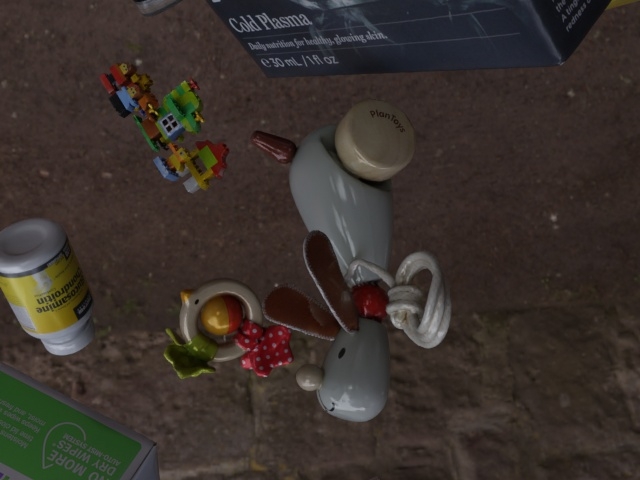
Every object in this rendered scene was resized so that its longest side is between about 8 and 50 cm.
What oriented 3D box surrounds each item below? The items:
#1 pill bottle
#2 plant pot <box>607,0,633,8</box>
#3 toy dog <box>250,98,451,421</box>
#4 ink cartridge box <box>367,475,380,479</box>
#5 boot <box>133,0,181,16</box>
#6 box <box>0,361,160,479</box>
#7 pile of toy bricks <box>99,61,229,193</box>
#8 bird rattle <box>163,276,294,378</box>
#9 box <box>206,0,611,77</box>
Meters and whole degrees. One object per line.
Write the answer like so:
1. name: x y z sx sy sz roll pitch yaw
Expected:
1. pill bottle: -0.368 0.067 1.038 0.103 0.103 0.184 -6 131 4
2. plant pot: 0.493 -0.472 1.115 0.212 0.212 0.187 -20 -171 -23
3. toy dog: 0.000 0.000 0.788 0.161 0.333 0.220 9 138 -16
4. ink cartridge box: -0.019 0.402 0.924 0.354 0.119 0.207 -31 170 18
5. boot: -0.224 -0.451 1.042 0.263 0.091 0.229 -36 136 5
6. box: -0.257 0.182 0.552 0.262 0.126 0.231 24 142 11
7. pile of toy bricks: -0.208 -0.182 1.081 0.105 0.212 0.118 -37 165 9
8. bird rattle: -0.179 0.174 1.485 0.254 0.143 0.206 -7 102 -13
9. box: 0.019 -0.428 0.747 0.480 0.297 0.471 13 150 53
